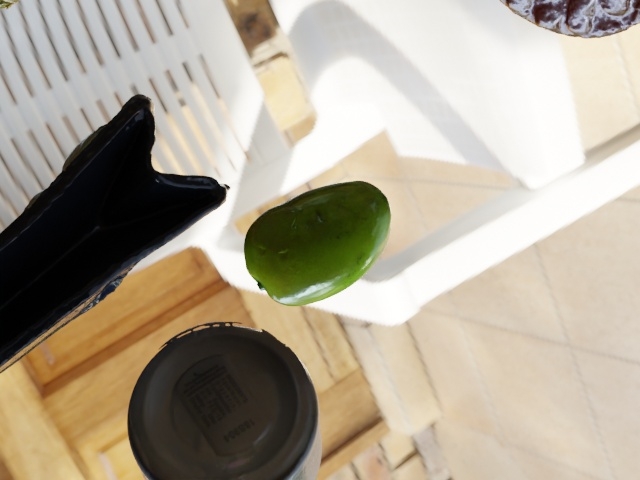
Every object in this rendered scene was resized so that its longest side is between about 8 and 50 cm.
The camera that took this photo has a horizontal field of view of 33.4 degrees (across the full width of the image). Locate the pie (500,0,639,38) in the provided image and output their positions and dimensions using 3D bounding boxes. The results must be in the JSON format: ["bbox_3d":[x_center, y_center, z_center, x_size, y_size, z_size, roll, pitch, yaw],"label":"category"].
[{"bbox_3d":[0.255,-0.296,1.091,0.218,0.054,0.204,29,152,4],"label":"pie"}]

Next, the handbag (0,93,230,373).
[{"bbox_3d":[-0.263,0.042,0.902,0.122,0.329,0.303,51,143,-6],"label":"handbag"}]

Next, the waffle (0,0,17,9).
[{"bbox_3d":[-0.247,-0.342,1.111,0.060,0.307,0.312,52,166,-26],"label":"waffle"}]

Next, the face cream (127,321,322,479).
[{"bbox_3d":[-0.087,0.185,1.010,0.177,0.177,0.153,47,161,22],"label":"face cream"}]

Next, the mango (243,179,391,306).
[{"bbox_3d":[0.000,0.000,0.714,0.073,0.108,0.056,57,-165,7],"label":"mango"}]
